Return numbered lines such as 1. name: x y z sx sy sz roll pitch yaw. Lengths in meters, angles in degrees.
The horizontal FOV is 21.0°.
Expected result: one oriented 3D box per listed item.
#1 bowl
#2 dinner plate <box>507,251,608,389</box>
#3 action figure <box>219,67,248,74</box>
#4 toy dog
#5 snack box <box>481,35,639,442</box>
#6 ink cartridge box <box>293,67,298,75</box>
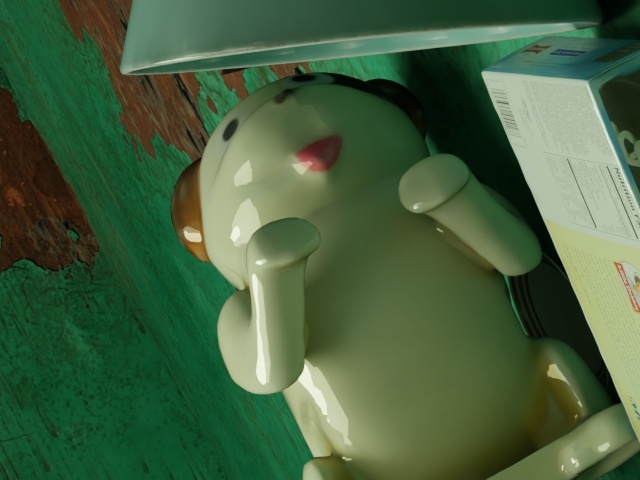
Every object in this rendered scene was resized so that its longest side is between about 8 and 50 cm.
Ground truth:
1. bowl: 0.019 -0.200 1.098 0.311 0.311 0.163 -170 74 -71
2. dinner plate: 0.195 0.064 1.394 0.141 0.017 0.141 55 163 25
3. action figure: -0.133 -0.310 1.720 0.285 0.099 0.185 63 170 12
4. toy dog: 0.056 0.046 1.385 0.408 0.284 0.395 62 -176 13
5. snack box: 0.215 0.029 1.085 0.322 0.060 0.187 65 171 -13
6. ink cartridge box: 0.000 0.000 1.747 0.239 0.060 0.275 -113 7 -51
